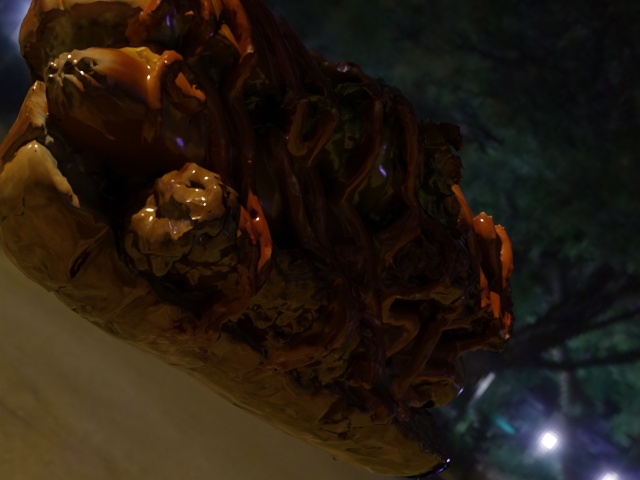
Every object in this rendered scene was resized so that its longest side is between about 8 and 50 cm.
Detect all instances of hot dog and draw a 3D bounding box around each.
[{"bbox_3d":[0.000,0.000,0.568,0.117,0.158,0.349,1,-23,30],"label":"hot dog"}]
